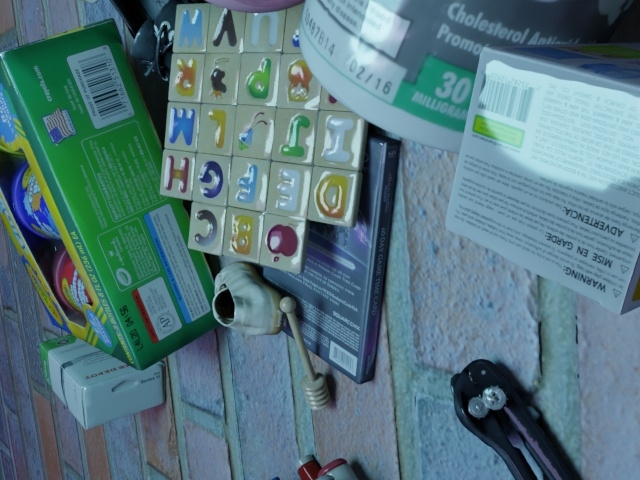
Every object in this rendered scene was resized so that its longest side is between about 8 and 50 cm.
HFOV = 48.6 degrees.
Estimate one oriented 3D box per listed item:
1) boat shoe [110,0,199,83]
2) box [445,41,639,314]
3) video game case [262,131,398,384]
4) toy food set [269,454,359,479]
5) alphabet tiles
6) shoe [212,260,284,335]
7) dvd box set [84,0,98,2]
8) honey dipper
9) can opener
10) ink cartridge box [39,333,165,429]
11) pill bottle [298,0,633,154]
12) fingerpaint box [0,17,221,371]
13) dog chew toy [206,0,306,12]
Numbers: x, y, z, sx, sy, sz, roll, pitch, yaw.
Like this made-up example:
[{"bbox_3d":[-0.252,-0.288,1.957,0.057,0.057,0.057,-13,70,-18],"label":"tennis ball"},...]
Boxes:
[{"bbox_3d":[-0.198,-0.264,0.915,0.127,0.113,0.340,-49,61,46],"label":"boat shoe"},{"bbox_3d":[0.186,-0.050,0.401,0.114,0.203,0.103,31,124,42],"label":"box"},{"bbox_3d":[0.000,0.000,0.806,0.196,0.026,0.274,27,120,46],"label":"video game case"},{"bbox_3d":[-0.030,0.313,0.858,0.104,0.111,0.232,56,140,26],"label":"toy food set"},{"bbox_3d":[-0.068,-0.145,0.772,0.285,0.011,0.342,11,98,35],"label":"alphabet tiles"},{"bbox_3d":[-0.107,0.071,0.903,0.219,0.058,0.076,-164,71,-67],"label":"shoe"},{"bbox_3d":[-0.237,-0.416,0.740,0.420,0.062,0.307,48,123,62],"label":"dvd box set"},{"bbox_3d":[-0.019,0.131,0.816,0.030,0.030,0.160,26,141,46],"label":"honey dipper"},{"bbox_3d":[0.179,0.185,0.611,0.059,0.073,0.186,-40,66,7],"label":"can opener"},{"bbox_3d":[-0.393,0.237,1.276,0.208,0.153,0.086,23,118,49],"label":"ink cartridge box"},{"bbox_3d":[0.130,-0.247,0.420,0.204,0.204,0.361,50,136,32],"label":"pill bottle"},{"bbox_3d":[-0.365,-0.064,1.060,0.371,0.163,0.444,8,122,51],"label":"fingerpaint box"},{"bbox_3d":[-0.075,-0.376,0.664,0.206,0.207,0.331,-49,46,47],"label":"dog chew toy"}]
